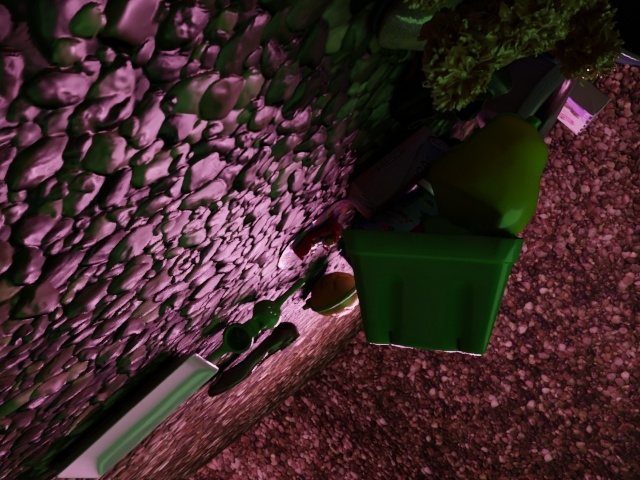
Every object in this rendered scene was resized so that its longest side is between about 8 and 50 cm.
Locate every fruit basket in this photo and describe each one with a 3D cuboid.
[{"bbox_3d":[0.207,-0.027,0.878,0.392,0.282,0.392,3,90,-74],"label":"fruit basket"}]

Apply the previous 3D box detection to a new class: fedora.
[{"bbox_3d":[0.401,-0.271,1.113,0.243,0.124,0.275,-43,158,-15],"label":"fedora"}]

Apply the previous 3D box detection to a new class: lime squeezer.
[{"bbox_3d":[-0.137,0.158,1.013,0.310,0.059,0.110,-40,-162,-21],"label":"lime squeezer"}]

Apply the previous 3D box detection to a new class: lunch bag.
[{"bbox_3d":[0.228,0.007,1.201,0.293,0.221,0.138,-33,163,-30],"label":"lunch bag"}]

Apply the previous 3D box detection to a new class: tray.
[{"bbox_3d":[-0.297,0.285,0.902,0.270,0.030,0.145,-42,159,-12],"label":"tray"}]

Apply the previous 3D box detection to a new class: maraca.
[{"bbox_3d":[0.025,0.127,1.272,0.127,0.099,0.185,-34,-171,-28],"label":"maraca"}]

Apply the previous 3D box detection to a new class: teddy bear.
[{"bbox_3d":[0.199,-0.247,0.456,0.338,0.245,0.113,-18,-163,-23],"label":"teddy bear"}]

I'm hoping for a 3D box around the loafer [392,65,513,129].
[{"bbox_3d":[0.163,-0.179,0.701,0.080,0.078,0.220,-41,-173,-13],"label":"loafer"}]

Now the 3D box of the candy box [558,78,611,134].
[{"bbox_3d":[0.729,-0.407,1.583,0.070,0.165,0.196,-46,166,7],"label":"candy box"}]

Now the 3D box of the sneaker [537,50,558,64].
[{"bbox_3d":[0.495,-0.405,1.151,0.144,0.053,0.059,-49,169,-20],"label":"sneaker"}]

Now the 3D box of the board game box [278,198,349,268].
[{"bbox_3d":[0.000,0.000,0.945,0.168,0.033,0.133,-43,167,-10],"label":"board game box"}]

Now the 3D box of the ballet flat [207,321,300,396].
[{"bbox_3d":[-0.158,0.267,1.251,0.250,0.058,0.084,-35,-174,-14],"label":"ballet flat"}]

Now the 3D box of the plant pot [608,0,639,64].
[{"bbox_3d":[0.456,-0.369,0.750,0.272,0.271,0.255,-49,180,16],"label":"plant pot"}]

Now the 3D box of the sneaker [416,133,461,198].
[{"bbox_3d":[0.272,-0.149,1.159,0.124,0.107,0.283,-54,165,12],"label":"sneaker"}]

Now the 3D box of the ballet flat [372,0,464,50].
[{"bbox_3d":[0.192,-0.263,0.571,0.316,0.106,0.107,-38,165,-25],"label":"ballet flat"}]

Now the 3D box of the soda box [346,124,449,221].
[{"bbox_3d":[0.131,-0.114,0.922,0.183,0.063,0.058,-39,166,-21],"label":"soda box"}]
